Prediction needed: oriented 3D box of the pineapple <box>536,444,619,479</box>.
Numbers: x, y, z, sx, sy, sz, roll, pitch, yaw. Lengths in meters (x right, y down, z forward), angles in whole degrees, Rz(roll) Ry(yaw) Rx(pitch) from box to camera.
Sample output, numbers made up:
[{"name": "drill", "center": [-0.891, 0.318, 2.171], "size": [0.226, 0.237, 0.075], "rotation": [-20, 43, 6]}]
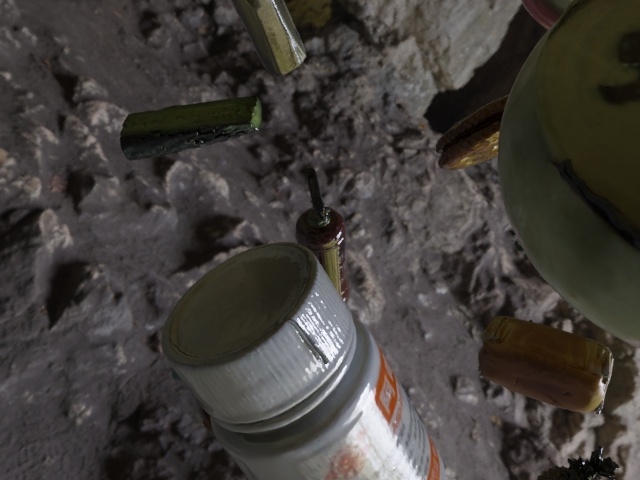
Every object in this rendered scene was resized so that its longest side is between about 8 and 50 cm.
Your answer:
[{"name": "pineapple", "center": [0.329, 0.300, 0.833], "size": [0.058, 0.124, 0.058], "rotation": [19, 39, -17]}]

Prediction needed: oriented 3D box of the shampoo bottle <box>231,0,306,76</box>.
[{"name": "shampoo bottle", "center": [-0.123, -0.438, 1.080], "size": [0.126, 0.084, 0.350], "rotation": [60, 0, 39]}]

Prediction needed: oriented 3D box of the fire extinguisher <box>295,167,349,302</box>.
[{"name": "fire extinguisher", "center": [0.000, 0.000, 1.351], "size": [0.344, 0.102, 0.138], "rotation": [83, -6, -49]}]

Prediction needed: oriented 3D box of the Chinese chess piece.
[{"name": "Chinese chess piece", "center": [0.322, -0.072, 0.520], "size": [0.349, 0.349, 0.146], "rotation": [52, -14, 28]}]

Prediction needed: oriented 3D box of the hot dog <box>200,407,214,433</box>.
[{"name": "hot dog", "center": [-0.156, 0.380, 1.554], "size": [0.258, 0.114, 0.175], "rotation": [-3, 57, -12]}]

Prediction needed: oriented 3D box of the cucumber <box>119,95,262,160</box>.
[{"name": "cucumber", "center": [-0.193, -0.165, 0.992], "size": [0.062, 0.211, 0.078], "rotation": [79, 8, -46]}]

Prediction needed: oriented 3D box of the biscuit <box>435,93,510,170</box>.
[{"name": "biscuit", "center": [0.295, -0.186, 1.100], "size": [0.220, 0.220, 0.066], "rotation": [-4, 70, -66]}]

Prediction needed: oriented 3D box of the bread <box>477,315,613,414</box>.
[{"name": "bread", "center": [0.430, 0.242, 1.260], "size": [0.241, 0.136, 0.107], "rotation": [16, 45, 28]}]

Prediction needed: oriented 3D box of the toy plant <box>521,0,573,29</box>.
[{"name": "toy plant", "center": [0.399, -0.436, 0.955], "size": [0.210, 0.317, 0.356], "rotation": [7, 17, 15]}]

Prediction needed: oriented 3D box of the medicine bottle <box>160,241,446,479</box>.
[{"name": "medicine bottle", "center": [-0.006, 0.134, 0.508], "size": [0.252, 0.144, 0.145], "rotation": [57, 9, -30]}]

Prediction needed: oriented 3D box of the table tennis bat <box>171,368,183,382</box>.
[{"name": "table tennis bat", "center": [-0.164, 0.252, 1.164], "size": [0.244, 0.153, 0.040], "rotation": [4, 16, 27]}]
